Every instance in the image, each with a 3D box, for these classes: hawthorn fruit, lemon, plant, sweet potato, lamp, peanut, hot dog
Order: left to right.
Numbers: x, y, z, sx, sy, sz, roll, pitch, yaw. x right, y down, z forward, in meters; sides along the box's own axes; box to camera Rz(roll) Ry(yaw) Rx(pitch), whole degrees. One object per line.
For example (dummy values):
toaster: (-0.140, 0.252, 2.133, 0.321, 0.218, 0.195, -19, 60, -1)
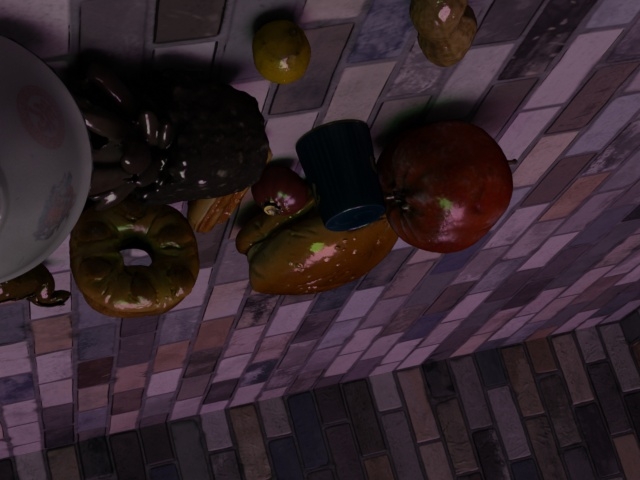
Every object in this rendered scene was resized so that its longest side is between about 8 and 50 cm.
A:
sweet potato: (-0.576, 0.071, 2.032, 0.310, 0.098, 0.124, 4, 160, -39)
plant: (-0.242, -0.138, 1.574, 0.321, 0.181, 0.194, 1, 160, -38)
hot dog: (-0.164, -0.095, 1.911, 0.102, 0.076, 0.249, -37, 171, -40)
lamp: (-0.072, -0.087, 2.002, 0.101, 0.090, 0.101, 14, 151, 8)
lemon: (-0.053, -0.253, 1.546, 0.082, 0.082, 0.110, -14, 164, -6)
peanut: (0.171, -0.306, 1.582, 0.089, 0.089, 0.193, -18, 162, 6)
hawthorn fruit: (0.240, -0.109, 2.003, 0.272, 0.242, 0.242, -21, 165, -23)

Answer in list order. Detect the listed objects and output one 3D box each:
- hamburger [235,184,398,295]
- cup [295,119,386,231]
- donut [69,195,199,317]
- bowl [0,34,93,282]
hamburger: (0.000, 0.000, 2.192, 0.314, 0.170, 0.290, -32, 162, 36)
cup: (0.043, -0.100, 1.953, 0.131, 0.155, 0.176, -18, 160, 7)
donut: (-0.316, 0.030, 1.940, 0.226, 0.226, 0.114, -9, 161, -21)
bowl: (-0.437, -0.068, 1.329, 0.345, 0.345, 0.157, -14, -155, -6)
